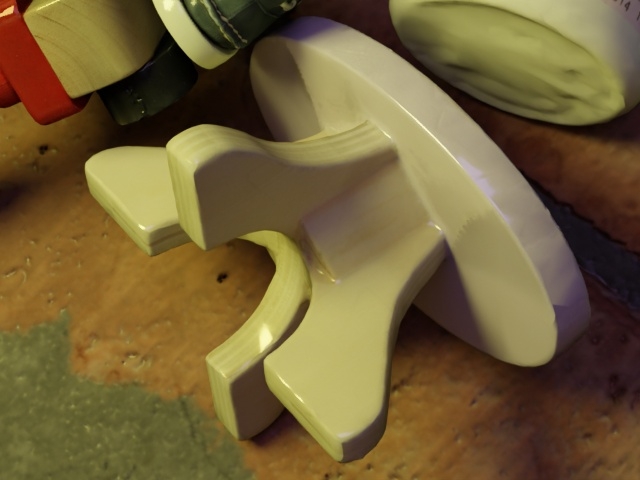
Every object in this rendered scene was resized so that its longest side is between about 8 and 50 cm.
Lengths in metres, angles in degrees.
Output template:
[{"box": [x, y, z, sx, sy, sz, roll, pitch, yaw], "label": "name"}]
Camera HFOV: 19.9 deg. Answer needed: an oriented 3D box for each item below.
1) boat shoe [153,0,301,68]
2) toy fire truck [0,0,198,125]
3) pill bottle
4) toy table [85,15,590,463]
[{"box": [-0.037, -0.181, 1.107, 0.079, 0.254, 0.095, -27, 103, 19], "label": "boat shoe"}, {"box": [-0.187, -0.116, 1.138, 0.246, 0.158, 0.217, -20, 25, 18], "label": "toy fire truck"}, {"box": [0.171, -0.237, 1.131, 0.169, 0.169, 0.301, 20, 74, 13], "label": "pill bottle"}, {"box": [0.000, 0.000, 1.038, 0.161, 0.252, 0.274, -33, 44, -20], "label": "toy table"}]
